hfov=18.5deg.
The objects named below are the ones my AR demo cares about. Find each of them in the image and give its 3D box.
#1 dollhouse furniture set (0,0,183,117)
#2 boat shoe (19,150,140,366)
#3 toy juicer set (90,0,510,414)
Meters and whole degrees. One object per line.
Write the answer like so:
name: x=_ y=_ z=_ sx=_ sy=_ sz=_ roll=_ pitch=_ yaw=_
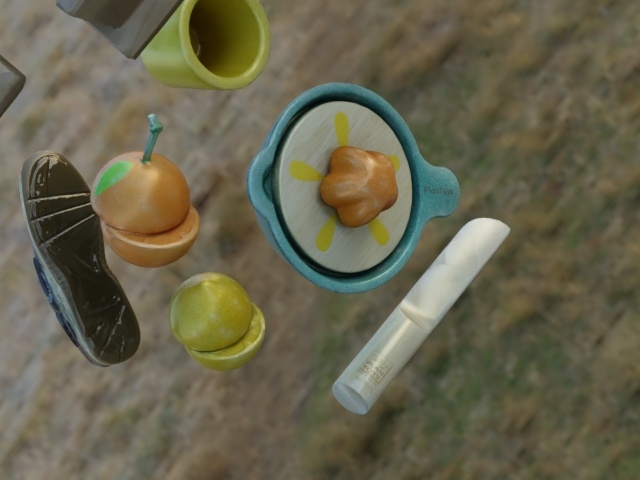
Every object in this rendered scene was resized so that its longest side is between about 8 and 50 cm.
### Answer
dollhouse furniture set: x=-0.246 y=-0.060 z=0.673 sx=0.355 sy=0.303 sz=0.174 roll=-51 pitch=-5 yaw=8
boat shoe: x=-0.170 y=0.016 z=1.316 sx=0.056 sy=0.152 sz=0.049 roll=-15 pitch=-9 yaw=-33
toy juicer set: x=0.000 y=0.000 z=1.242 sx=0.089 sy=0.329 sz=0.209 roll=-6 pitch=56 yaw=51
